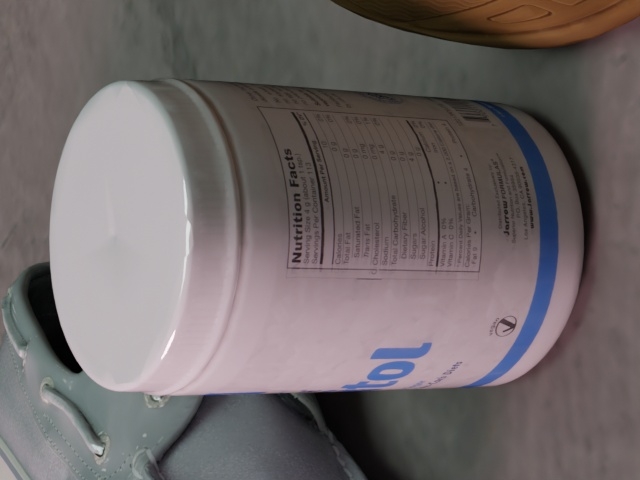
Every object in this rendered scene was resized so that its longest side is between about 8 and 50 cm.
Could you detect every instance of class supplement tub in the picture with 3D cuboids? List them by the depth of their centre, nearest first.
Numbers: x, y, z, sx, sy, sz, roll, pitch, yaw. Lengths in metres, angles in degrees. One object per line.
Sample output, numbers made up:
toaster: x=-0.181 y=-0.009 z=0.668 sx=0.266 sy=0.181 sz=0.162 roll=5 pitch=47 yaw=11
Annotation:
supplement tub: x=0.000 y=0.000 z=0.444 sx=0.071 sy=0.107 sz=0.071 roll=-2 pitch=88 yaw=58

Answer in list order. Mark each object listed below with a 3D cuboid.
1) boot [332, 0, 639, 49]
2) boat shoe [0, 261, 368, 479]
boot: x=0.050 y=-0.175 z=0.378 sx=0.262 sy=0.095 sz=0.203 roll=92 pitch=-174 yaw=-64
boat shoe: x=-0.042 y=0.052 z=0.536 sx=0.227 sy=0.079 sz=0.081 roll=21 pitch=111 yaw=59
